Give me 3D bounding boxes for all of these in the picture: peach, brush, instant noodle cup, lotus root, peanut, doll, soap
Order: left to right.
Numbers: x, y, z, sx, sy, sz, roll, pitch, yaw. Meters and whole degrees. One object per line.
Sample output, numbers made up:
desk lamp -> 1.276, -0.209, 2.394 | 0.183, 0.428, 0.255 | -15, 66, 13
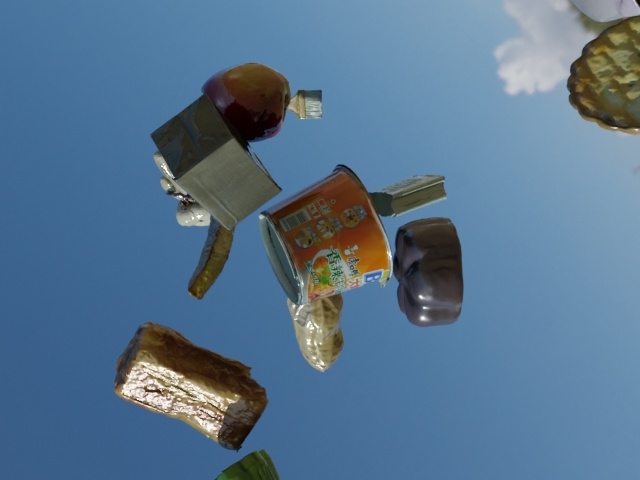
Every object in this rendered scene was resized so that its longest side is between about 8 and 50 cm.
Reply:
doll -> -0.368, -0.142, 2.485 | 0.175, 0.149, 0.278 | 28, 154, 49
peach -> -0.169, -0.307, 1.967 | 0.197, 0.197, 0.197 | 38, -152, -25
lotus root -> -0.144, 0.573, 1.930 | 0.186, 0.186, 0.186 | 38, -152, -25
brush -> -0.103, -0.345, 2.262 | 0.010, 0.218, 0.082 | -84, -8, -56
peanut -> -0.007, 0.219, 2.557 | 0.158, 0.339, 0.174 | -34, -131, -27
instant noodle cup -> 0.000, 0.000, 1.988 | 0.296, 0.214, 0.296 | 60, 164, 30
soap -> 0.206, -0.110, 2.176 | 0.198, 0.115, 0.063 | -20, -74, -40

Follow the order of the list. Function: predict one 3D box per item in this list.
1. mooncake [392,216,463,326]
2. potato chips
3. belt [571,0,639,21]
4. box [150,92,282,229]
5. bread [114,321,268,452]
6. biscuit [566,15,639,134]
mooncake -> 0.237, 0.068, 1.931 | 0.134, 0.244, 0.244 | -6, -133, -8
potato chips -> -0.243, -0.013, 2.066 | 0.057, 0.080, 0.407 | 51, -156, -31
belt -> 0.428, -0.401, 1.199 | 0.122, 0.217, 0.338 | 57, -152, -13
box -> -0.216, -0.157, 1.847 | 0.149, 0.155, 0.231 | 56, -174, 34
bread -> -0.286, 0.322, 1.991 | 0.344, 0.195, 0.148 | 29, -153, -9
biscuit -> 0.800, -0.423, 2.236 | 0.329, 0.335, 0.078 | 30, -179, 29
